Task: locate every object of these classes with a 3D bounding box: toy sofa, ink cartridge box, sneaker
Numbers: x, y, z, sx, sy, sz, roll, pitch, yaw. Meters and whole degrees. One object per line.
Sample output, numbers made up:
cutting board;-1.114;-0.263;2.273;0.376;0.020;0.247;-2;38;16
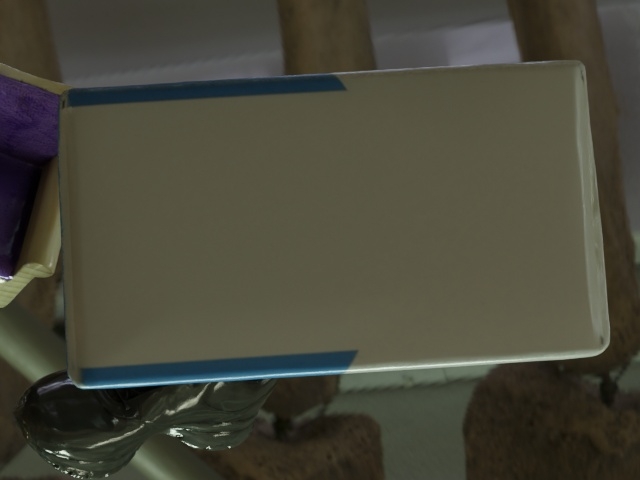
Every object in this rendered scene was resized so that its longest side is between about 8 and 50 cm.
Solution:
toy sofa;-0.387;-0.087;1.208;0.363;0.177;0.150;23;-123;-23
ink cartridge box;0.000;0.000;0.926;0.286;0.395;0.166;-4;-93;-2
sneaker;-0.147;0.128;1.268;0.109;0.286;0.130;52;-57;23
